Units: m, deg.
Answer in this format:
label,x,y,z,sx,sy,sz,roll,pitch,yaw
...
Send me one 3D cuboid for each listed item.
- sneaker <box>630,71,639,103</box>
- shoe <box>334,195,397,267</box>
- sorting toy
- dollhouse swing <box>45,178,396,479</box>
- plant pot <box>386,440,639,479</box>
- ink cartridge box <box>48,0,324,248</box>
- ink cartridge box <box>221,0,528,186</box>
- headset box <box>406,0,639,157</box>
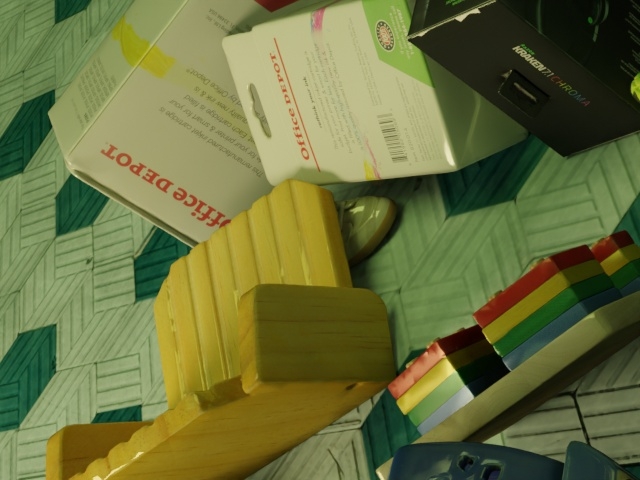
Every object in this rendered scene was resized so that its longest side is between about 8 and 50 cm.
label,x,y,z,sx,sy,sz,roll,pitch,yaw
sneaker,0.393,-0.145,1.684,0.123,0.109,0.295,-61,30,2
shoe,0.000,0.000,2.162,0.219,0.058,0.076,-29,41,39
sorting toy,0.181,0.095,1.629,0.255,0.257,0.089,-40,78,27
dollhouse swing,-0.141,0.102,2.039,0.347,0.315,0.305,-35,65,33
plant pot,0.187,0.297,1.457,0.212,0.236,0.236,-17,48,41
ink cartridge box,-0.116,-0.204,2.299,0.384,0.279,0.160,-50,30,12
ink cartridge box,0.053,-0.178,2.091,0.119,0.207,0.353,-26,14,-34
headset box,0.237,-0.257,1.880,0.131,0.246,0.283,-19,48,46
